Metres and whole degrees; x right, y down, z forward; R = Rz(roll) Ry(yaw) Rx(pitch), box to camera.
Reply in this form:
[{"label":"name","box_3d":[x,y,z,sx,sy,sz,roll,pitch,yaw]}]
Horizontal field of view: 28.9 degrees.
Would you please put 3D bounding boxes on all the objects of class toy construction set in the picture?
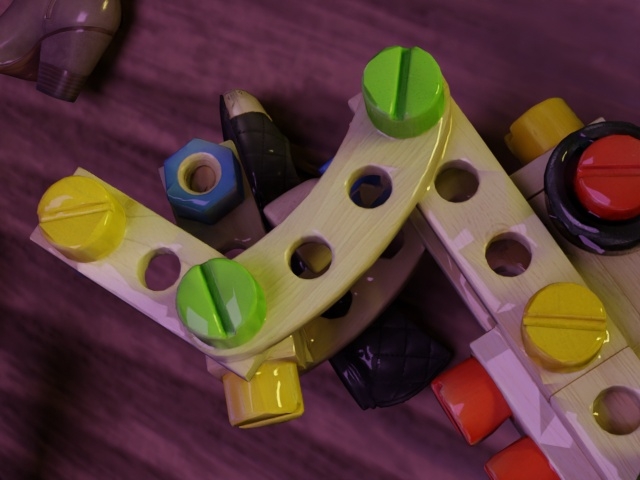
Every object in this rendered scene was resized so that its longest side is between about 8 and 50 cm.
[{"label":"toy construction set","box_3d":[0.060,0.069,0.465,0.215,0.151,0.328,-32,87,-4]}]

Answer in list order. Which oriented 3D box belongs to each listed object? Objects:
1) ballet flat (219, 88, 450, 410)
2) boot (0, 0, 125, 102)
[{"label":"ballet flat","box_3d":[0.000,0.000,0.586,0.049,0.057,0.173,-28,76,-7]},{"label":"boot","box_3d":[-0.154,-0.130,0.684,0.118,0.042,0.087,23,101,31]}]
